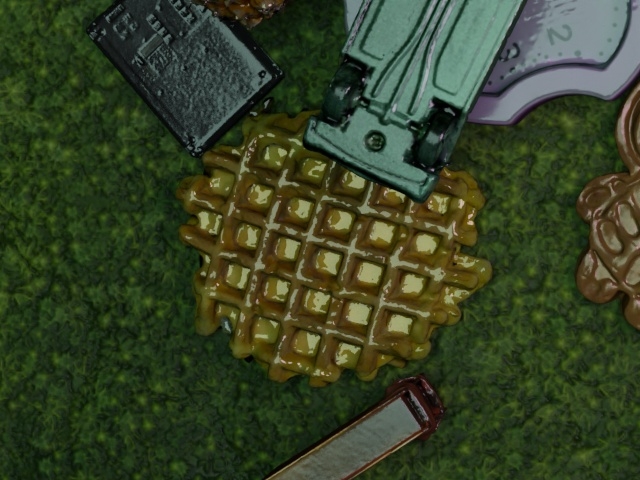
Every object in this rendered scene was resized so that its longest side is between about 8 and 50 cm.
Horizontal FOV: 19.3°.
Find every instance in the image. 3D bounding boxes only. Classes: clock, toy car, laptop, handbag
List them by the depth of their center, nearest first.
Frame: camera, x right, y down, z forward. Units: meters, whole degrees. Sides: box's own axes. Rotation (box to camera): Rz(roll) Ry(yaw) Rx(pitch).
[{"bbox_3d":[0.111,-0.200,1.695,0.141,0.097,0.321,26,96,9],"label":"toy car"},{"bbox_3d":[0.175,-0.271,1.782,0.338,0.102,0.338,0,92,12],"label":"clock"},{"bbox_3d":[0.029,0.201,1.820,0.190,0.127,0.063,-33,86,13],"label":"handbag"},{"bbox_3d":[-0.138,-0.189,1.902,0.129,0.016,0.180,-43,84,12],"label":"laptop"}]

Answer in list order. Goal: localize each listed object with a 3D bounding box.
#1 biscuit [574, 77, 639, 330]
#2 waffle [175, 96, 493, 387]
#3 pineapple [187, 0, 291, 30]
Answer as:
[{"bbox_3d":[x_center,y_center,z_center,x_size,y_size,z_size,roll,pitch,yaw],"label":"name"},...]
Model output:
[{"bbox_3d":[0.351,-0.050,1.781,0.202,0.044,0.289,38,98,9],"label":"biscuit"},{"bbox_3d":[0.010,-0.004,1.851,0.329,0.062,0.329,1,92,14],"label":"waffle"},{"bbox_3d":[-0.099,-0.301,1.792,0.161,0.137,0.176,-19,62,49],"label":"pineapple"}]
